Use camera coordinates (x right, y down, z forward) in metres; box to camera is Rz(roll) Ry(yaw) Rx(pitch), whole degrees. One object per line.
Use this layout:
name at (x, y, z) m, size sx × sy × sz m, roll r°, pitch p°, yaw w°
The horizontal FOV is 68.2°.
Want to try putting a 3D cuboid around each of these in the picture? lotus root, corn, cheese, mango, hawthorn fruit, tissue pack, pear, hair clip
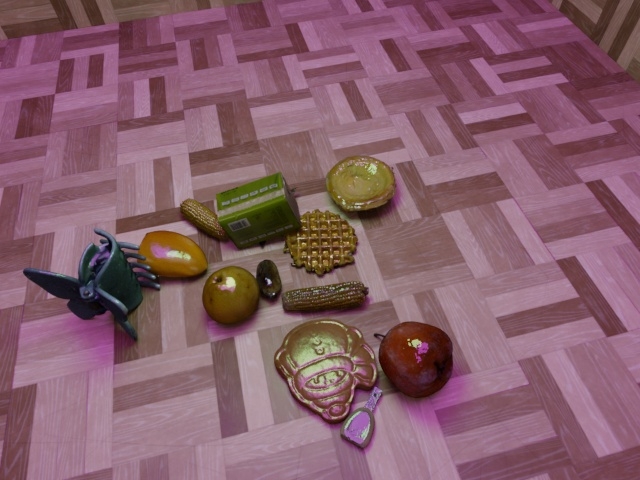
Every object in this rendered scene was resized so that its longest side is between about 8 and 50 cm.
lotus root at (-0.196, 0.140, 1.765) m, size 0.089 × 0.080 × 0.179 m, roll -13°, pitch 53°, yaw -8°
corn at (-0.472, -0.087, 1.940) m, size 0.260 × 0.091 × 0.091 m, roll 31°, pitch 95°, yaw 22°
cheese at (0.140, 0.545, 1.479) m, size 0.097 × 0.037 × 0.192 m, roll 24°, pitch 57°, yaw 17°
mango at (-0.554, 0.054, 1.808) m, size 0.257 × 0.138 × 0.187 m, roll 11°, pitch 35°, yaw -7°
hawthorn fruit at (0.288, 0.367, 1.482) m, size 0.263 × 0.235 × 0.231 m, roll 11°, pitch 53°, yaw 8°
tissue pack at (-0.237, -0.114, 1.842) m, size 0.274 × 0.200 × 0.167 m, roll -19°, pitch 51°, yaw 7°
pear at (-0.315, 0.188, 1.662) m, size 0.209 × 0.209 × 0.209 m, roll -1°, pitch 53°, yaw 1°
corn at (0.017, 0.204, 1.705) m, size 0.319 × 0.097 × 0.097 m, roll -6°, pitch 53°, yaw 1°
hair clip at (-0.727, 0.150, 1.635) m, size 0.392 × 0.318 × 0.238 m, roll 15°, pitch 54°, yaw 15°

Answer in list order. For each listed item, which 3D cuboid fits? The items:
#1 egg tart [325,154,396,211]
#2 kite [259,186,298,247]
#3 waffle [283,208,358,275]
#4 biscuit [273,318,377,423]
egg tart at (0.170, -0.225, 2.003) m, size 0.315 × 0.120 × 0.315 m, roll -2°, pitch 54°, yaw 3°
kite at (-0.216, -0.114, 1.975) m, size 0.234 × 0.016 × 0.321 m, roll 14°, pitch 61°, yaw 29°
waffle at (-0.007, -0.007, 1.882) m, size 0.329 × 0.062 × 0.329 m, roll -1°, pitch 54°, yaw 1°
biscuit at (0.026, 0.413, 1.571) m, size 0.312 × 0.057 × 0.351 m, roll -26°, pitch 56°, yaw -15°
